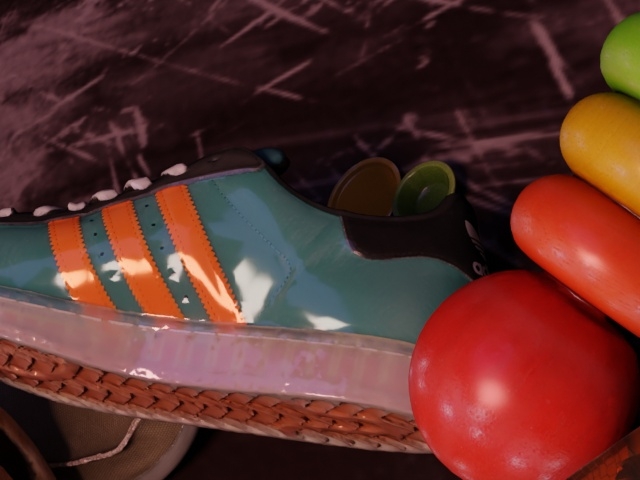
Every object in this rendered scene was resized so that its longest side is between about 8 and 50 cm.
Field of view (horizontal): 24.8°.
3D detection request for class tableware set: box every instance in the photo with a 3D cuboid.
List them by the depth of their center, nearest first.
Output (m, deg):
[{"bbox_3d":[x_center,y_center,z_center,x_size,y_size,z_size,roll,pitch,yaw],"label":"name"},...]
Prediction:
[{"bbox_3d":[0.000,0.000,0.746,0.154,0.024,0.104,4,67,45],"label":"tableware set"}]

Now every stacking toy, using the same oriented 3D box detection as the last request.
[{"bbox_3d":[0.153,-0.040,0.555,0.330,0.141,0.141,-56,41,6],"label":"stacking toy"}]

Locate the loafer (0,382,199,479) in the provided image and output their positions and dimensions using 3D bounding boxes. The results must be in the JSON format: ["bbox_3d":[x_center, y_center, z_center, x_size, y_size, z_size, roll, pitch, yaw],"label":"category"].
[{"bbox_3d":[-0.164,0.092,0.792,0.251,0.087,0.094,-17,54,36],"label":"loafer"}]

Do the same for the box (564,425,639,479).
[{"bbox_3d":[0.117,0.197,0.441,0.201,0.057,0.293,-42,33,21],"label":"box"}]

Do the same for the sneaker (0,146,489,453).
[{"bbox_3d":[-0.068,0.016,0.681,0.302,0.108,0.121,9,68,13],"label":"sneaker"}]

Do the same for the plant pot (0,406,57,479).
[{"bbox_3d":[-0.291,0.204,0.702,0.305,0.334,0.334,-16,54,22],"label":"plant pot"}]
